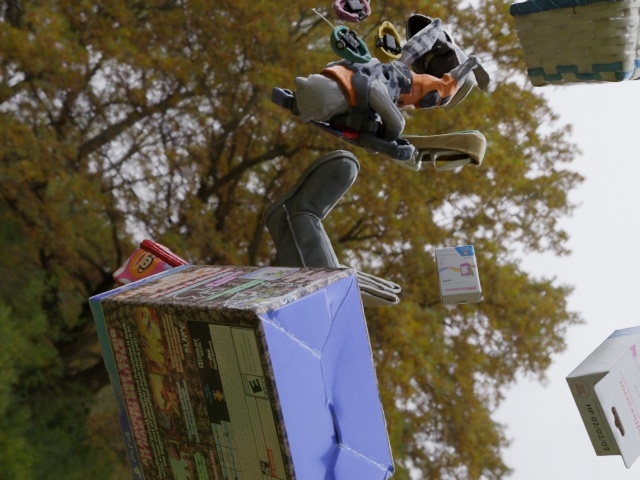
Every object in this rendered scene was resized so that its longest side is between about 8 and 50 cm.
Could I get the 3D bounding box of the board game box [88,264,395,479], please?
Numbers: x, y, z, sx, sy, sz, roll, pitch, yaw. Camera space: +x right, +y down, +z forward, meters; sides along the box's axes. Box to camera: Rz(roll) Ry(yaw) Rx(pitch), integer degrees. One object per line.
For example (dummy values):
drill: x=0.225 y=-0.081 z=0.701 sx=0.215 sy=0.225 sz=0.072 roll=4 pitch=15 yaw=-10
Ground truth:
board game box: x=-0.092 y=0.156 z=0.861 sx=0.291 sy=0.141 sz=0.232 roll=0 pitch=-75 yaw=44

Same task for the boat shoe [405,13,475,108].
boat shoe: x=0.210 y=-0.340 z=1.479 sx=0.092 sy=0.285 sz=0.103 roll=33 pitch=-62 yaw=-25

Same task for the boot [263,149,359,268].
boot: x=0.002 y=0.000 z=1.090 sx=0.076 sy=0.189 sz=0.208 roll=27 pitch=31 yaw=-33

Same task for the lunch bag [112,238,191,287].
lunch bag: x=-0.228 y=0.129 z=1.403 sx=0.258 sy=0.120 sz=0.293 roll=26 pitch=-19 yaw=38

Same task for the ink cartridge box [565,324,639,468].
ink cartridge box: x=0.354 y=0.181 z=0.936 sx=0.061 sy=0.181 sz=0.104 roll=-20 pitch=-87 yaw=47

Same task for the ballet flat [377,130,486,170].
ballet flat: x=0.214 y=-0.175 z=1.599 sx=0.232 sy=0.073 sz=0.080 roll=-3 pitch=-20 yaw=18

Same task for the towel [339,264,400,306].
towel: x=0.002 y=0.098 z=1.571 sx=0.187 sy=0.049 sz=0.282 roll=22 pitch=-21 yaw=-39

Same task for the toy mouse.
toy mouse: x=0.043 y=-0.286 z=1.084 sx=0.031 sy=0.143 sz=0.161 roll=-42 pitch=-131 yaw=49

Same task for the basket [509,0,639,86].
basket: x=0.425 y=-0.393 z=1.256 sx=0.255 sy=0.201 sz=0.289 roll=15 pitch=-59 yaw=52

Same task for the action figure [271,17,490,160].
action figure: x=0.068 y=-0.269 z=1.336 sx=0.341 sy=0.330 sz=0.178 roll=26 pitch=-54 yaw=36

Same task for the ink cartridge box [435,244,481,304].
ink cartridge box: x=0.309 y=0.078 z=1.792 sx=0.052 sy=0.089 sz=0.122 roll=75 pitch=9 yaw=-61
